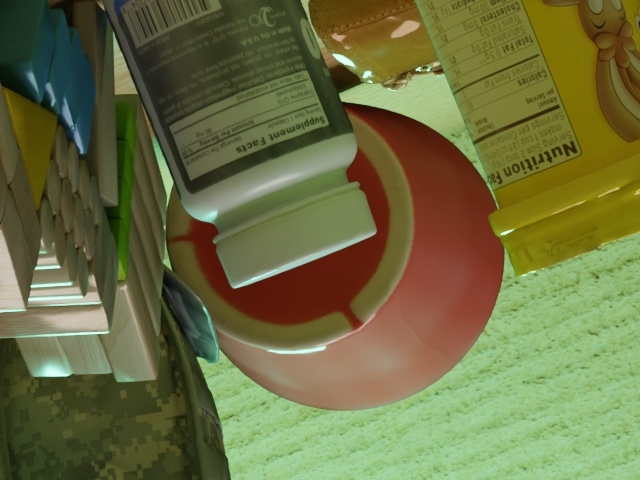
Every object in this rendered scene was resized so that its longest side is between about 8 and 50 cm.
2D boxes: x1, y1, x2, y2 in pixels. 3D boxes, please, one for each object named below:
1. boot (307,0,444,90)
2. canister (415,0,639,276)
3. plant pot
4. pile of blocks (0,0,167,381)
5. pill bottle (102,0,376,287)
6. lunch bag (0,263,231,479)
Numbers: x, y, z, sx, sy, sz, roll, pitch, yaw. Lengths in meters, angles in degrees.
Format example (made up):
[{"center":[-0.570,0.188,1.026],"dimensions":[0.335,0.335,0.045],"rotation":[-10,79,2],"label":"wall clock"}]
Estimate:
[{"center":[0.123,-0.141,1.015],"dimensions":[0.211,0.104,0.295],"rotation":[-16,176,23],"label":"boot"},{"center":[0.075,-0.083,0.659],"dimensions":[0.073,0.170,0.126],"rotation":[-22,179,20],"label":"canister"},{"center":[0.000,0.000,1.579],"dimensions":[0.275,0.275,0.243],"rotation":[-22,169,8],"label":"plant pot"},{"center":[-0.146,-0.027,0.789],"dimensions":[0.113,0.149,0.362],"rotation":[-3,171,4],"label":"pile of blocks"},{"center":[-0.031,-0.055,0.807],"dimensions":[0.078,0.137,0.078],"rotation":[-22,179,0],"label":"pill bottle"},{"center":[-0.154,0.108,1.425],"dimensions":[0.169,0.287,0.235],"rotation":[-11,163,-3],"label":"lunch bag"}]
